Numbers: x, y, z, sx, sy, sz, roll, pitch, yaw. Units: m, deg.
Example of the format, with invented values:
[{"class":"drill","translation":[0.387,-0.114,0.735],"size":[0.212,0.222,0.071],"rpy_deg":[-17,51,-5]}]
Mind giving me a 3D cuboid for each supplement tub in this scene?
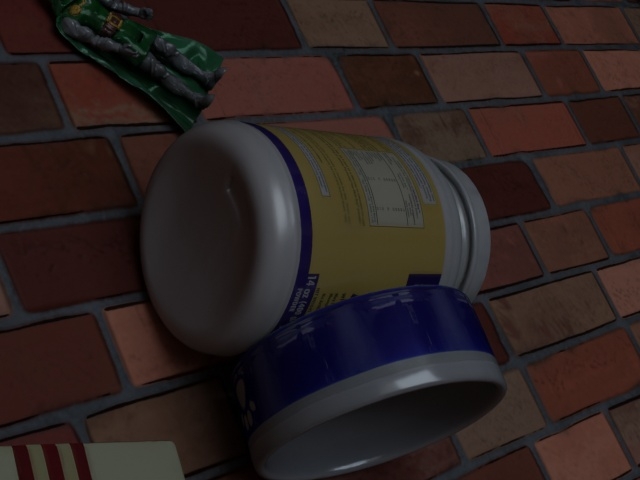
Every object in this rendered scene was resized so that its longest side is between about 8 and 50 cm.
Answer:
[{"class":"supplement tub","translation":[0.000,0.000,1.247],"size":[0.331,0.241,0.241],"rpy_deg":[1,62,-41]}]

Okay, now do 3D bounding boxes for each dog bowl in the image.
[{"class":"dog bowl","translation":[0.047,0.149,1.167],"size":[0.265,0.265,0.104],"rpy_deg":[3,58,-41]}]

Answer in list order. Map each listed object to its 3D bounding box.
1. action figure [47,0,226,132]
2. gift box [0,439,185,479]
[{"class":"action figure","translation":[-0.224,-0.233,1.346],"size":[0.232,0.063,0.137],"rpy_deg":[30,49,-19]},{"class":"gift box","translation":[-0.232,0.315,0.824],"size":[0.276,0.255,0.258],"rpy_deg":[0,53,-36]}]
